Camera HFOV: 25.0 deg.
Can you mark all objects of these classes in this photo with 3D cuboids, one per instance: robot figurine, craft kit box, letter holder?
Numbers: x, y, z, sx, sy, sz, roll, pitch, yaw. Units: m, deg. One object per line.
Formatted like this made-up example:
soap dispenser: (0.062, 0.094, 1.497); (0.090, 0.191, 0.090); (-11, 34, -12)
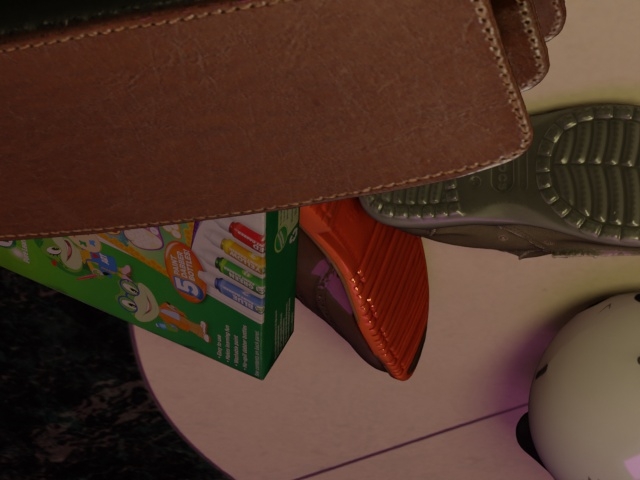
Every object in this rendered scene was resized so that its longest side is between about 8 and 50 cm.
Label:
robot figurine: (0.279, 0.152, 1.098); (0.209, 0.173, 0.278); (-45, 124, 11)
craft kit box: (-0.133, -0.038, 0.945); (0.246, 0.061, 0.250); (24, 145, 16)
letter holder: (-0.054, -0.080, 0.634); (0.301, 0.152, 0.214); (-7, 145, 18)

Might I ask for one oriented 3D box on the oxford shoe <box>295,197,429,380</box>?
oxford shoe: (0.000, 0.000, 1.020); (0.098, 0.097, 0.271); (0, 137, 32)

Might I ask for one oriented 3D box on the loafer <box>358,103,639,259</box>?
loafer: (0.153, -0.035, 0.954); (0.251, 0.094, 0.087); (5, 168, 17)
